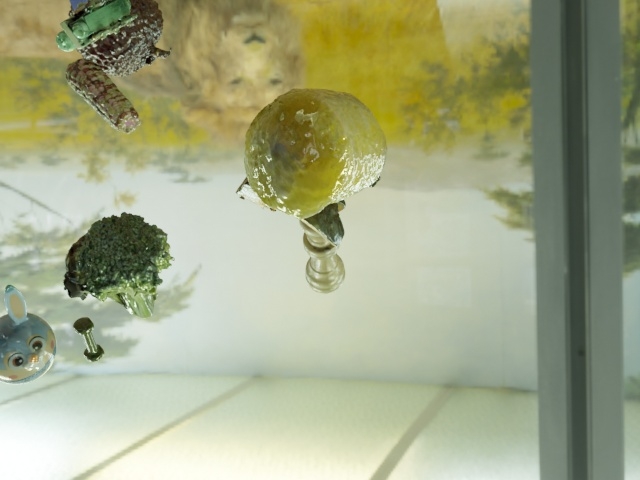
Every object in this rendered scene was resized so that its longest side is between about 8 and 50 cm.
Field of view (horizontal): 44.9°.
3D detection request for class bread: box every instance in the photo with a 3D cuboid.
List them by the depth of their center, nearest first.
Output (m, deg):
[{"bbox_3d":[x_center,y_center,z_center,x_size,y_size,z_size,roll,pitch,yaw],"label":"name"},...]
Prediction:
[{"bbox_3d":[-0.010,-0.136,1.176,0.197,0.197,0.171,1,-170,43],"label":"bread"}]

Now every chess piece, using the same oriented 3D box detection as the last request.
[{"bbox_3d":[0.000,0.000,2.026,0.117,0.117,0.397,-2,149,4],"label":"chess piece"}]

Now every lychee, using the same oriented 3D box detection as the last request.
[{"bbox_3d":[-0.553,-0.575,2.136,0.300,0.264,0.264,30,-176,1],"label":"lychee"}]

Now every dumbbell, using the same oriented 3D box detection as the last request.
[{"bbox_3d":[-0.556,0.238,1.862,0.046,0.117,0.052,-33,-133,-29],"label":"dumbbell"}]

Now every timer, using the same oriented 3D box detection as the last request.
[{"bbox_3d":[-0.644,0.217,1.644,0.176,0.175,0.255,-3,161,-18],"label":"timer"}]

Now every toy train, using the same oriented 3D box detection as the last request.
[{"bbox_3d":[-0.450,-0.430,1.538,0.125,0.080,0.194,-24,-159,30],"label":"toy train"}]

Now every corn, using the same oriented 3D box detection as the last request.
[{"bbox_3d":[-0.560,-0.371,1.984,0.092,0.092,0.280,-5,-137,-50],"label":"corn"}]

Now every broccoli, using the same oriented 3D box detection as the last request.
[{"bbox_3d":[-0.441,0.072,1.716,0.247,0.243,0.263,-28,-136,-18],"label":"broccoli"}]

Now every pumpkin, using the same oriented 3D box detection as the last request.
[{"bbox_3d":[-0.054,-0.110,1.427,0.254,0.130,0.149,30,169,28],"label":"pumpkin"}]

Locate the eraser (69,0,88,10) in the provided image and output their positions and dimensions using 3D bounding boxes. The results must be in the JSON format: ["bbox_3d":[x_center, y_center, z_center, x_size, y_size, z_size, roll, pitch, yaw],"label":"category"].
[{"bbox_3d":[-0.493,-0.517,1.637,0.085,0.063,0.027,-25,178,36],"label":"eraser"}]
